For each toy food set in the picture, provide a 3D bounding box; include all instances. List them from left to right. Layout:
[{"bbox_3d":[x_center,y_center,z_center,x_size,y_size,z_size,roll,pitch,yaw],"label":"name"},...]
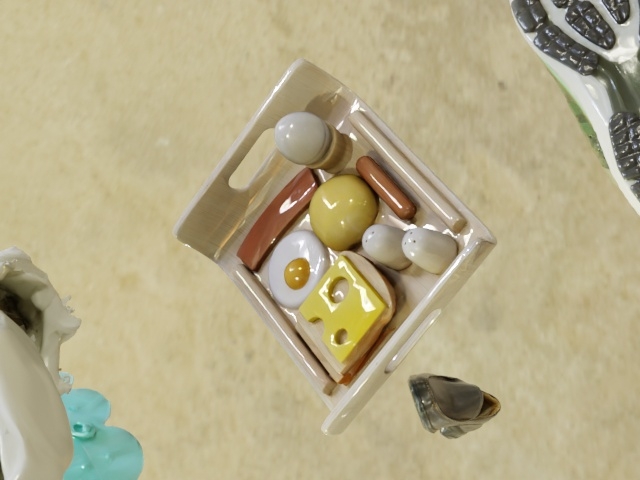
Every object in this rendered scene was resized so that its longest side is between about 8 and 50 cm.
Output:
[{"bbox_3d":[0.000,0.000,1.479,0.092,0.306,0.220,23,110,-45],"label":"toy food set"}]

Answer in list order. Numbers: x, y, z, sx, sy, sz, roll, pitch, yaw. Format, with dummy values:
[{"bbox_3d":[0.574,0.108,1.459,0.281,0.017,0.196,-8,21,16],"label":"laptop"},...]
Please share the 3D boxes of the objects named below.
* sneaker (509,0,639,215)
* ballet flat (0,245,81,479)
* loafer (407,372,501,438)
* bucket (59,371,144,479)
[{"bbox_3d":[0.298,-0.141,1.616,0.158,0.410,0.182,-20,150,1],"label":"sneaker"},{"bbox_3d":[-0.164,0.136,0.625,0.147,0.409,0.147,-2,128,-2],"label":"ballet flat"},{"bbox_3d":[0.133,0.158,1.649,0.061,0.170,0.062,-21,74,15],"label":"loafer"},{"bbox_3d":[-0.279,0.269,1.463,0.183,0.281,0.281,-17,117,-37],"label":"bucket"}]
